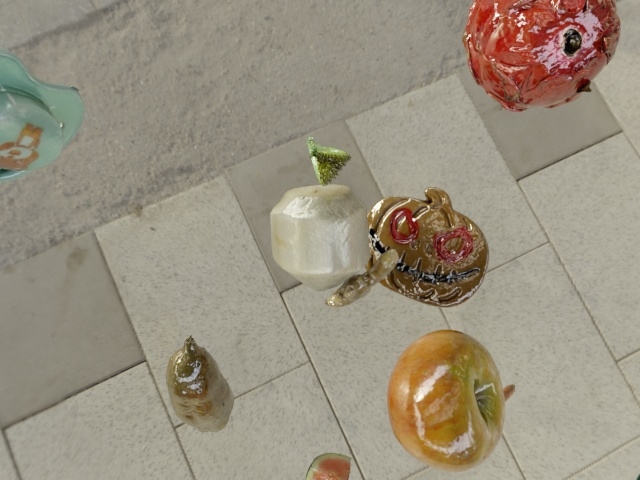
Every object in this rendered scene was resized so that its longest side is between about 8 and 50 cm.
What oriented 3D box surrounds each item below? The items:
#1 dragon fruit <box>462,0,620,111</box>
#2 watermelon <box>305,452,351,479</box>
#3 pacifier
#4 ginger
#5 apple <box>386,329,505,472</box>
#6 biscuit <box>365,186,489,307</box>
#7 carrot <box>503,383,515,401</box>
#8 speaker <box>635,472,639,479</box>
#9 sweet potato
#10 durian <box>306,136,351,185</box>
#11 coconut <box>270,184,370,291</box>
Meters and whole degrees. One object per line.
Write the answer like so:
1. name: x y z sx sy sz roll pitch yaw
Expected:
1. dragon fruit: 0.348 -0.330 0.761 0.241 0.252 0.240 0 93 -7
2. watermelon: 0.033 0.559 1.117 0.135 0.094 0.125 -24 107 -38
3. pacifier: -0.624 -0.250 0.857 0.288 0.343 0.269 -41 78 2
4. ginger: 0.115 0.102 1.201 0.214 0.133 0.059 -46 68 30
5. apple: 0.207 0.270 0.805 0.235 0.173 0.210 -27 97 -51
6. biscuit: 0.281 0.009 1.292 0.368 0.063 0.313 23 105 27
7. carrot: 0.492 0.456 1.314 0.257 0.061 0.061 -9 78 -40
8. speaker: 0.405 0.282 0.547 0.060 0.075 0.094 5 60 38
9. sweet potato: -0.325 0.383 1.224 0.158 0.369 0.157 -3 47 3
10. durian: 0.004 -0.171 0.992 0.100 0.215 0.086 36 99 -14
11. coconut: 0.000 0.000 1.138 0.238 0.237 0.265 -9 110 -5
